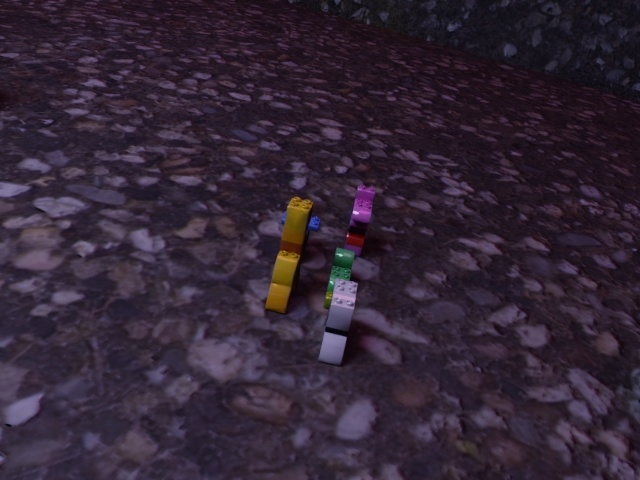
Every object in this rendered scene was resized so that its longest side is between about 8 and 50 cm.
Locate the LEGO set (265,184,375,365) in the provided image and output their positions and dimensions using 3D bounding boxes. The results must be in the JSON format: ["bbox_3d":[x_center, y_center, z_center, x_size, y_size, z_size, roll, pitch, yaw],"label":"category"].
[{"bbox_3d":[0.000,0.000,0.577,0.086,0.093,0.227,13,29,1],"label":"LEGO set"}]
